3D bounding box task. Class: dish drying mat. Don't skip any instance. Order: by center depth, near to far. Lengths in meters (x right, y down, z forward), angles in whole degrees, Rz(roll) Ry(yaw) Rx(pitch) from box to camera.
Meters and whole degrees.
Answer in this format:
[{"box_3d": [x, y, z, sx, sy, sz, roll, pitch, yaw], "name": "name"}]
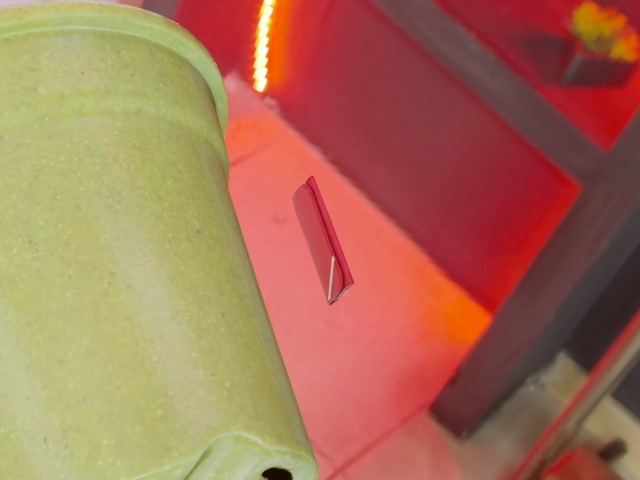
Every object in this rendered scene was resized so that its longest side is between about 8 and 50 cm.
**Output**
[{"box_3d": [0.000, 0.000, 1.034, 0.008, 0.032, 0.083, -5, 63, -32], "name": "dish drying mat"}]

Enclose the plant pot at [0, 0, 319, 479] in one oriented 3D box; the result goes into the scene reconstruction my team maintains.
[{"box_3d": [-0.132, 0.058, 0.840, 0.276, 0.276, 0.254, -8, 57, -31], "name": "plant pot"}]
